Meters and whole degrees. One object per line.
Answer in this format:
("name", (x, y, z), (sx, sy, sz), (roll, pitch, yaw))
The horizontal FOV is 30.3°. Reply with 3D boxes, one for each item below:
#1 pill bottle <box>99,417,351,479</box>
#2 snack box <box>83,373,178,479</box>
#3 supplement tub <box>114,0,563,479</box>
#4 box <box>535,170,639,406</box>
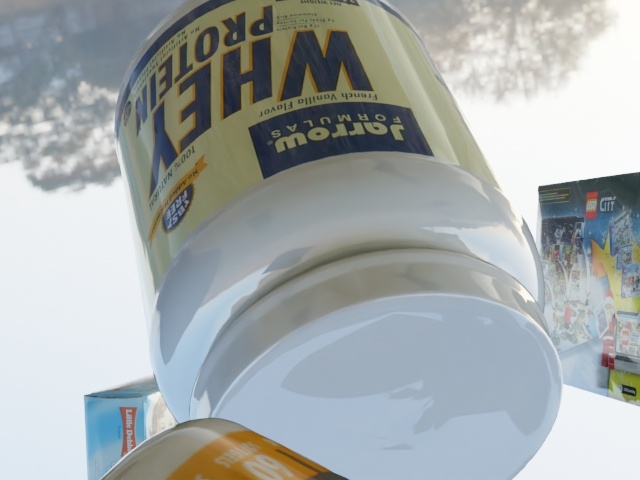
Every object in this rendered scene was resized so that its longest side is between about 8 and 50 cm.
("pill bottle", (0.042, 0.181, 0.360), (0.278, 0.162, 0.162), (24, -150, 19))
("snack box", (-0.101, 0.203, 1.047), (0.060, 0.187, 0.322), (-2, -178, 20))
("supplement tub", (0.000, 0.000, 0.743), (0.235, 0.235, 0.325), (-14, -139, -5))
("box", (0.218, 0.033, 0.876), (0.044, 0.159, 0.233), (4, 179, -10))
